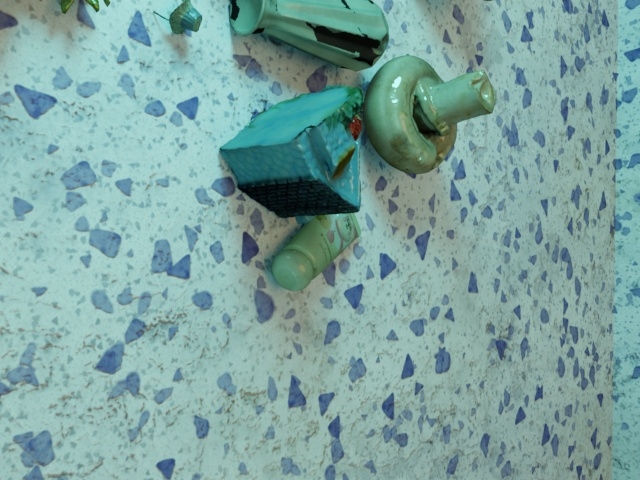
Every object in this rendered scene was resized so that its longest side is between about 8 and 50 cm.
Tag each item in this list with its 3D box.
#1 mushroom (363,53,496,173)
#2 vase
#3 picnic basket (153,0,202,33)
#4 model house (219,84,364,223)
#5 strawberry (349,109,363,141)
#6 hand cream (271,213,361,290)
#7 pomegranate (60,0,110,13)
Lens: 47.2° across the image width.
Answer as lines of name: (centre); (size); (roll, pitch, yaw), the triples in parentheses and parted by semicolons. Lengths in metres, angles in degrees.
mushroom: (0.263, -0.304, 1.746); (0.292, 0.290, 0.292); (6, 81, -48)
vase: (-0.014, -0.462, 1.561); (0.360, 0.165, 0.165); (-1, 91, -43)
picnic basket: (-0.260, -0.425, 1.368); (0.083, 0.083, 0.065); (29, 63, 5)
model house: (-0.010, -0.154, 1.480); (0.226, 0.261, 0.241); (-44, 120, -36)
strawberry: (0.031, -0.236, 1.624); (0.131, 0.131, 0.148); (-3, 90, -46)
hand cream: (0.000, 0.000, 1.632); (0.306, 0.093, 0.147); (-48, 124, -46)
pomegranate: (-0.389, -0.475, 1.165); (0.156, 0.156, 0.220); (-30, 112, -42)
